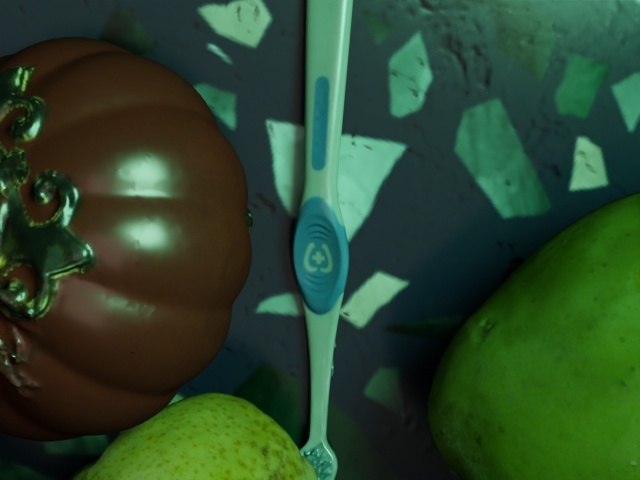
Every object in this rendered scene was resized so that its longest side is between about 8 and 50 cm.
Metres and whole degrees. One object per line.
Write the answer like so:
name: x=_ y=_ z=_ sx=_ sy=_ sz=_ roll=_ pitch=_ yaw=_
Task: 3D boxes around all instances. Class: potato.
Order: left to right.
potato: x=0.218 y=0.076 z=0.864 sx=0.304 sy=0.216 sz=0.216 roll=-33 pitch=101 yaw=9

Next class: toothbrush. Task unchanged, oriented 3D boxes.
toothbrush: x=0.001 y=-0.001 z=0.917 sx=0.040 sy=0.040 sz=0.386 roll=2 pitch=96 yaw=-6

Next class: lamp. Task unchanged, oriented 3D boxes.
lamp: x=-0.146 y=-0.002 z=0.806 sx=0.227 sy=0.227 sz=0.227 roll=-1 pitch=99 yaw=-6

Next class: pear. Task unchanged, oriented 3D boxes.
pear: x=-0.080 y=0.174 z=0.868 sx=0.178 sy=0.178 sz=0.178 roll=-1 pitch=99 yaw=-6
